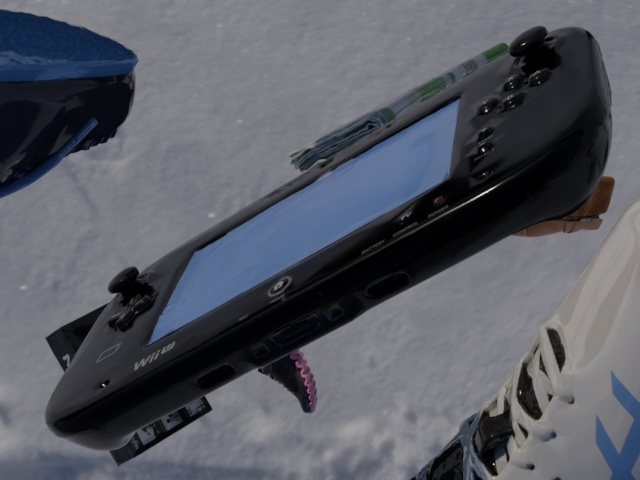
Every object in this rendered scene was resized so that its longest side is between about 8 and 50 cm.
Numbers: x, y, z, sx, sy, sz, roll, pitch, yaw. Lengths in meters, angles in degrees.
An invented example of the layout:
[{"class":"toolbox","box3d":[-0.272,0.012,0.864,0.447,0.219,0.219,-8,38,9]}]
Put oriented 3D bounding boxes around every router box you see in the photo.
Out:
[{"class":"router box","box3d":[-0.230,0.161,1.469,0.046,0.133,0.179,-33,86,47]}]

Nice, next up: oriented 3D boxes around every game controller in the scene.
[{"class":"game controller","box3d":[0.000,0.000,0.604,0.319,0.166,0.067,-30,100,22]}]

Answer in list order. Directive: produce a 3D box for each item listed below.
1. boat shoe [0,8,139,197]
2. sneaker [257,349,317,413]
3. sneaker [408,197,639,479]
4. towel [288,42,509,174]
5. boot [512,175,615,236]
[{"class":"boat shoe","box3d":[-0.175,-0.025,0.393,0.109,0.258,0.089,28,120,40]},{"class":"sneaker","box3d":[-0.043,0.152,1.430,0.057,0.047,0.119,-23,90,4]},{"class":"sneaker","box3d":[0.080,0.083,0.444,0.086,0.085,0.237,9,126,-10]},{"class":"towel","box3d":[0.060,-0.095,0.891,0.113,0.152,0.023,-20,99,52]},{"class":"boot","box3d":[0.294,-0.074,1.519,0.152,0.197,0.073,1,59,-4]}]
